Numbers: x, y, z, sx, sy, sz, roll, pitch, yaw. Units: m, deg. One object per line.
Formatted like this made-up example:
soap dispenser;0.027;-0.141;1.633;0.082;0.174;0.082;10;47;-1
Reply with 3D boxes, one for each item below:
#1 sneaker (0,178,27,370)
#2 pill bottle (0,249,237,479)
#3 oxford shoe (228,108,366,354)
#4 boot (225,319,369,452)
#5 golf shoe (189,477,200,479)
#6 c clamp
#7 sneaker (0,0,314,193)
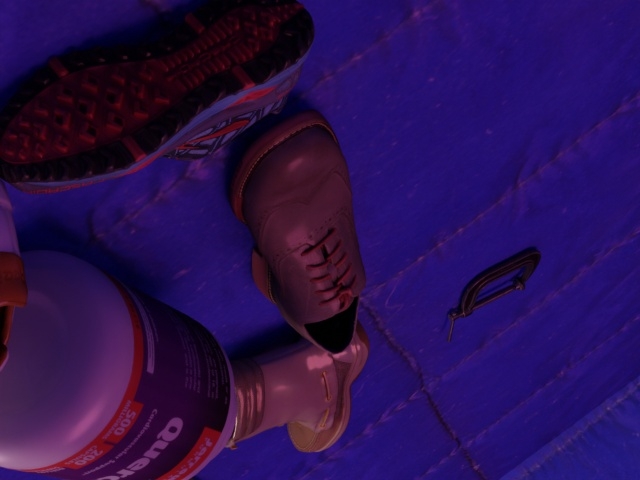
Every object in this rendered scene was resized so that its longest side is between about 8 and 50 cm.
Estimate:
sneaker;-0.304;0.073;0.900;0.106;0.123;0.290;-8;157;-42
pill bottle;-0.193;0.132;1.114;0.181;0.181;0.323;-39;155;5
oxford shoe;0.000;0.000;1.194;0.123;0.130;0.348;-32;155;-10
boot;-0.056;0.209;1.530;0.204;0.095;0.262;-22;150;-30
golf shoe;-0.212;0.368;1.669;0.086;0.069;0.176;-25;158;25
c clamp;0.253;0.072;1.790;0.161;0.022;0.137;-27;148;-18
sneaker;-0.118;-0.088;0.922;0.262;0.104;0.125;-26;157;-20
